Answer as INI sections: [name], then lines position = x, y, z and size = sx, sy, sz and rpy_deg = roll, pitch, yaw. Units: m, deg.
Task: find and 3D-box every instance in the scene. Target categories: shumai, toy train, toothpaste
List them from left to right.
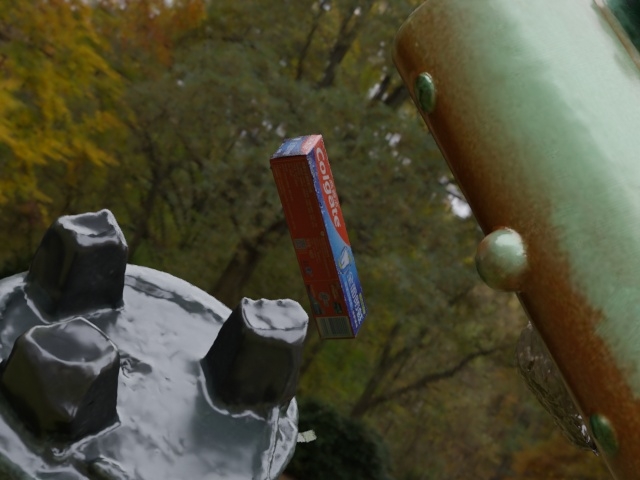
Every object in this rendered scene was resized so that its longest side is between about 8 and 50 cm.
[toothpaste]
position = 0.000, 0.000, 1.560
size = 0.066, 0.076, 0.320
rpy_deg = -4, -62, 22
[shumai]
position = 0.352, 0.148, 1.241
size = 0.184, 0.185, 0.218
rpy_deg = 57, -2, 5
[toy train]
position = 0.146, -0.012, 0.437
size = 0.116, 0.177, 0.285
rpy_deg = 110, -40, -61

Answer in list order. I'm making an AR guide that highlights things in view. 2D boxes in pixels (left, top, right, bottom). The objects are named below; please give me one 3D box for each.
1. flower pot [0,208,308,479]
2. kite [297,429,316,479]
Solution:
[flower pot]
position = -0.154, 0.157, 0.808
size = 0.299, 0.283, 0.299
rpy_deg = 19, 30, -11
[kite]
position = -0.139, 0.262, 0.951
size = 0.169, 0.310, 0.015
rpy_deg = 61, -4, 41
